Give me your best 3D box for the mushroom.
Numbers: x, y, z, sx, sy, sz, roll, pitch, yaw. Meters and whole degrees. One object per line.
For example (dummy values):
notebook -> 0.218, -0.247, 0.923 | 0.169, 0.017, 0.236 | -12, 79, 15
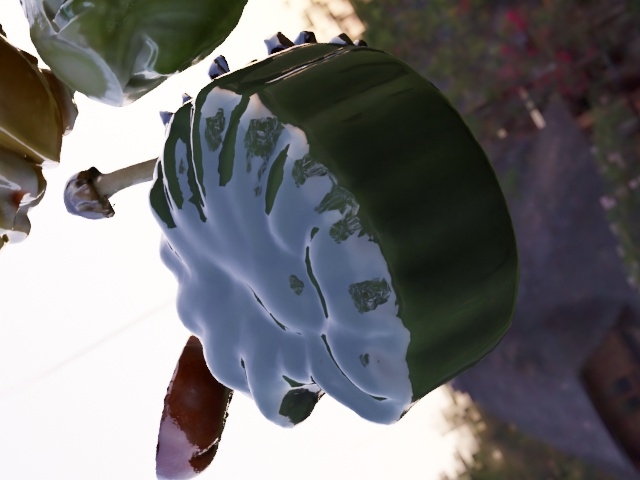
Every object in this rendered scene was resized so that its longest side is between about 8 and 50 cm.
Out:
mushroom -> -0.197, -0.064, 1.974 | 0.060, 0.187, 0.061 | 96, 154, -51

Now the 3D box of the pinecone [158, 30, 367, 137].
pinecone -> -0.019, -0.093, 2.275 | 0.398, 0.397, 0.398 | 58, -172, -13

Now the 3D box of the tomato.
tomato -> -0.176, 0.250, 2.554 | 0.225, 0.085, 0.225 | 11, -90, -87

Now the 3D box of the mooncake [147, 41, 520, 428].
mooncake -> 0.000, 0.000, 1.525 | 0.351, 0.187, 0.351 | 36, 137, 41

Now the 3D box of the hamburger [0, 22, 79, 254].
hamburger -> -0.361, -0.116, 1.633 | 0.276, 0.237, 0.276 | 28, 171, 5

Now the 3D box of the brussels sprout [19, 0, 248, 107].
brussels sprout -> -0.176, -0.246, 1.624 | 0.219, 0.210, 0.271 | 29, -124, -18
